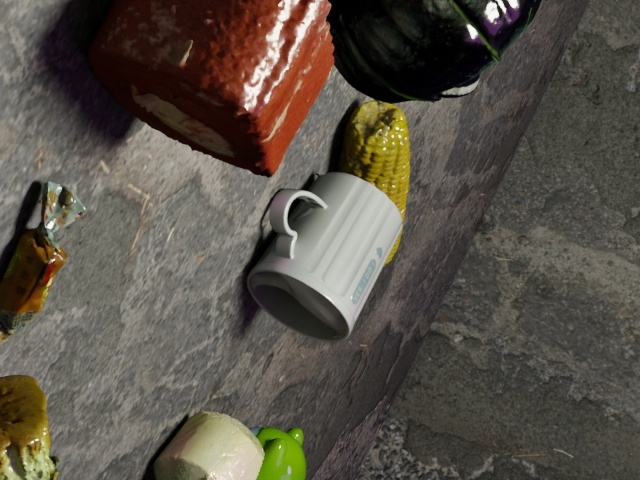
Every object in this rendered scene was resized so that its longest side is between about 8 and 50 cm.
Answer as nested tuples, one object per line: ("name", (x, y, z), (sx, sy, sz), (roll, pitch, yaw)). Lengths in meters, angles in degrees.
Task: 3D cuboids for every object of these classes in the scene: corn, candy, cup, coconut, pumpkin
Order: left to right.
("candy", (-0.266, 0.030, 1.390), (0.182, 0.046, 0.053), (-64, 165, 17))
("coconut", (-0.165, 0.336, 2.148), (0.153, 0.147, 0.147), (-56, 166, -39))
("cup", (0.013, 0.008, 2.131), (0.202, 0.167, 0.221), (-59, 169, -26))
("corn", (0.079, -0.075, 2.299), (0.120, 0.120, 0.363), (-53, 164, -33))
("pumpkin", (0.112, -0.315, 1.791), (0.296, 0.296, 0.296), (-56, 165, -24))

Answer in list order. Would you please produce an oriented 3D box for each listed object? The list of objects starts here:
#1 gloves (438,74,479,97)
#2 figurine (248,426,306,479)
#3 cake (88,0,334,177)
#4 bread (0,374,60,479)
("gloves", (0.193, -0.333, 2.270), (0.140, 0.131, 0.219), (-44, 128, -42))
("figurine", (-0.122, 0.422, 2.504), (0.263, 0.143, 0.162), (-55, 163, 15))
("cake", (-0.096, -0.170, 1.370), (0.151, 0.177, 0.283), (-61, 172, -7))
("bread", (-0.310, 0.178, 1.348), (0.128, 0.140, 0.069), (-123, -151, -57))
